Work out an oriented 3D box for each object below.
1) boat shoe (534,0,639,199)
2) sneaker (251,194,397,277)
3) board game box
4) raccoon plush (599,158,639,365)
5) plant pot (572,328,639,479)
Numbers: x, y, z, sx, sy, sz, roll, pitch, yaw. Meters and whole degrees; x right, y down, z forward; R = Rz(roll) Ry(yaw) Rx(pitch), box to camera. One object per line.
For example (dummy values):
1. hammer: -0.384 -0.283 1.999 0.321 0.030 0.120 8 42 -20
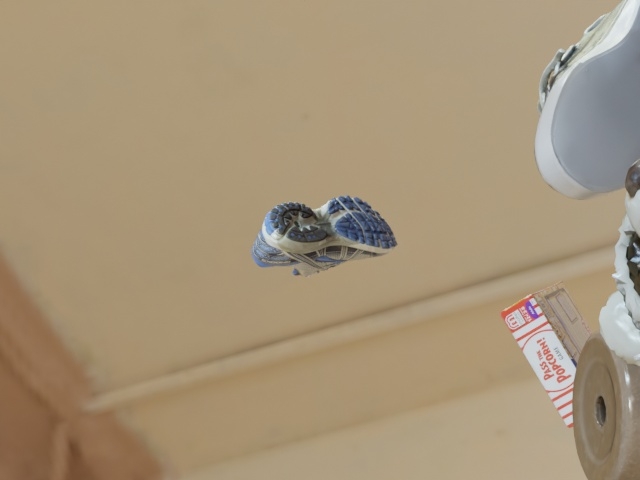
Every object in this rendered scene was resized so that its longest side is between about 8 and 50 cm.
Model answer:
1. boat shoe: 0.242 -0.127 1.665 0.113 0.105 0.306 43 -133 -14
2. sneaker: 0.000 0.000 1.516 0.135 0.058 0.052 3 -129 -40
3. board game box: 0.274 0.124 2.147 0.147 0.045 0.193 60 -164 6
4. raccoon plush: 0.331 0.120 1.061 0.446 0.216 0.299 57 170 -12
5. plant pot: 0.358 0.158 1.743 0.263 0.229 0.263 180 90 -79
